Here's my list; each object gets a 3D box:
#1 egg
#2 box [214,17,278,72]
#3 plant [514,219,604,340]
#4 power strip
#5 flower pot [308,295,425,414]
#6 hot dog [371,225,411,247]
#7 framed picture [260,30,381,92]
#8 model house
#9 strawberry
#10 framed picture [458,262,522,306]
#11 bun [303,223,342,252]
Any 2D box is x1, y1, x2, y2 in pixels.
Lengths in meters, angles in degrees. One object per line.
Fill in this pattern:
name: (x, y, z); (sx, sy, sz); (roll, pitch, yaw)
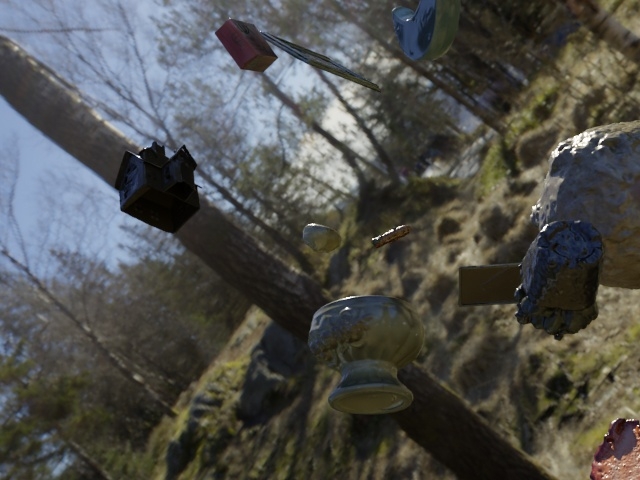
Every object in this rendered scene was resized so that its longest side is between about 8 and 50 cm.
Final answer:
egg: (0.467, -0.057, 1.104); (0.279, 0.279, 0.310); (-54, -9, 28)
box: (-0.172, -0.459, 1.684); (0.060, 0.111, 0.156); (-38, 0, 18)
plant: (0.260, 0.044, 0.780); (0.143, 0.094, 0.092); (78, -170, -50)
power strip: (0.208, -0.435, 1.359); (0.054, 0.168, 0.253); (-10, -9, -15)
flower pot: (0.121, 0.301, 1.834); (0.307, 0.307, 0.244); (127, 146, -53)
hot dog: (0.192, -0.013, 1.950); (0.122, 0.037, 0.049); (-22, -10, -18)
framed picture: (0.000, -0.471, 1.878); (0.293, 0.231, 0.018); (6, -64, -48)
model house: (-0.440, -0.191, 2.004); (0.204, 0.211, 0.243); (-37, 48, 26)
strawberry: (0.441, 0.326, 1.020); (0.104, 0.048, 0.152); (-20, 31, 46)
framed picture: (0.397, 0.105, 1.672); (0.011, 0.149, 0.109); (-89, -6, -61)
bun: (0.000, 0.000, 1.507); (0.086, 0.086, 0.055); (133, 156, -82)
